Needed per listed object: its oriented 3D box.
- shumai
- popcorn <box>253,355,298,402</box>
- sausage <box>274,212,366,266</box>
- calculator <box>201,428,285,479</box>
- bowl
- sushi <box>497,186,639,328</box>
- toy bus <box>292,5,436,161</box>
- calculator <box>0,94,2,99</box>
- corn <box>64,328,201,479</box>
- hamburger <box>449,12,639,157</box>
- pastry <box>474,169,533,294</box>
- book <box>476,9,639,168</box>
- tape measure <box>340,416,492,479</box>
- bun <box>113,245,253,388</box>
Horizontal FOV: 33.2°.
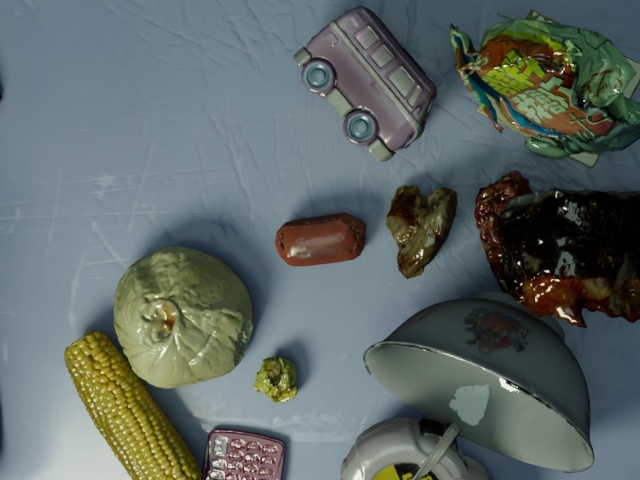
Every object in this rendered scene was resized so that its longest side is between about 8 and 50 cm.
[{"bbox_3d":[0.140,-0.011,1.560,0.105,0.123,0.139,8,109,16],"label":"shumai"},{"bbox_3d":[-0.063,0.213,1.628,0.060,0.068,0.083,20,129,45],"label":"popcorn"},{"bbox_3d":[0.000,0.000,1.596,0.141,0.076,0.076,-5,94,7],"label":"sausage"},{"bbox_3d":[-0.125,0.390,1.662,0.127,0.034,0.190,9,90,6],"label":"calculator"},{"bbox_3d":[0.246,0.172,1.496,0.346,0.345,0.157,29,69,3],"label":"bowl"},{"bbox_3d":[0.391,0.019,1.460,0.343,0.196,0.181,3,93,-31],"label":"sushi"},{"bbox_3d":[0.072,-0.221,1.534,0.142,0.142,0.202,-39,89,8],"label":"toy bus"},{"bbox_3d":[-0.649,-0.273,1.652,0.274,0.058,0.248,-18,92,9],"label":"calculator"},{"bbox_3d":[-0.288,0.280,1.637,0.101,0.101,0.310,-37,90,8],"label":"corn"},{"bbox_3d":[0.326,-0.231,1.470,0.276,0.261,0.150,33,72,-30],"label":"hamburger"},{"bbox_3d":[0.286,0.008,1.550,0.097,0.115,0.208,-22,94,20],"label":"pastry"},{"bbox_3d":[0.351,-0.221,1.567,0.192,0.013,0.168,28,97,3],"label":"book"},{"bbox_3d":[0.131,0.357,1.582,0.236,0.120,0.197,-21,105,8],"label":"tape measure"},{"bbox_3d":[-0.209,0.115,1.596,0.221,0.134,0.220,1,95,7],"label":"bun"}]
